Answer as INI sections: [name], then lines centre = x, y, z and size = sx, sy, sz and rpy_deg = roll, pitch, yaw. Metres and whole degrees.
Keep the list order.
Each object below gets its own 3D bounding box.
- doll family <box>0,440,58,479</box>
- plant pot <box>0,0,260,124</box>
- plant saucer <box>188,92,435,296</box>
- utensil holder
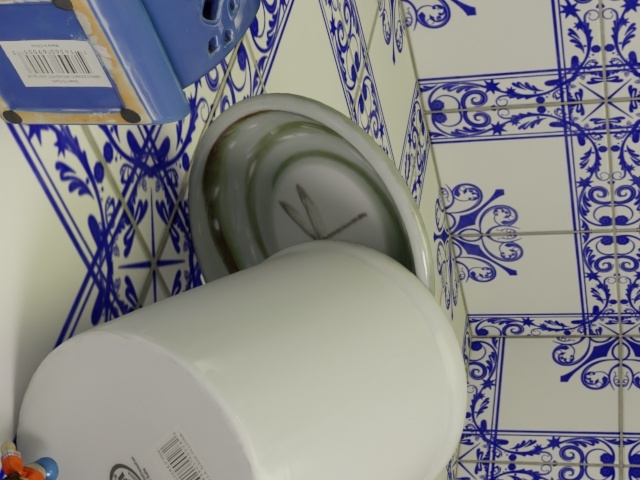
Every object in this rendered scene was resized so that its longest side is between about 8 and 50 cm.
[doll family]
centre = -0.260, 0.309, 0.912
size = 0.163, 0.118, 0.263
rpy_deg = 120, -51, -82
[plant pot]
centre = -0.216, -0.235, 0.987
size = 0.236, 0.235, 0.212
rpy_deg = 69, 31, -49
[plant saucer]
centre = 0.000, 0.000, 1.371
size = 0.100, 0.400, 0.401
rpy_deg = -27, 117, -43
[utensil holder]
centre = -0.073, 0.193, 1.136
size = 0.385, 0.327, 0.328
rpy_deg = -19, 107, -55
